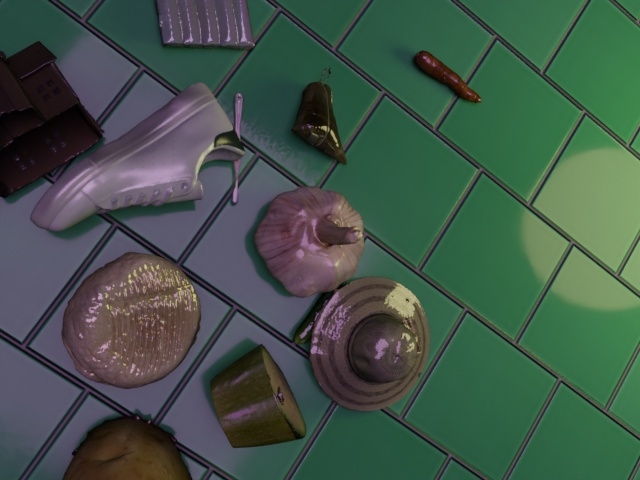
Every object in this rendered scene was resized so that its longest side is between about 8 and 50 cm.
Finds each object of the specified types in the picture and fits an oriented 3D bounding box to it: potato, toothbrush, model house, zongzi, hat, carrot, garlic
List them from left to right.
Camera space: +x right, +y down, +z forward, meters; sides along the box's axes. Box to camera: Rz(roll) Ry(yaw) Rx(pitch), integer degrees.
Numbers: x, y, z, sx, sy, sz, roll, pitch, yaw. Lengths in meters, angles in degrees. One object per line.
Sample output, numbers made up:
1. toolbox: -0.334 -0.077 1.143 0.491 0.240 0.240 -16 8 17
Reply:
1. model house: -0.504 -0.235 1.007 0.211 0.204 0.243 -36 79 -15
2. potato: -0.300 0.425 0.992 0.242 0.242 0.286 4 88 -15
3. toothbrush: -0.149 -0.165 1.173 0.017 0.022 0.204 4 84 -24
4. garlic: 0.000 0.000 1.098 0.199 0.226 0.199 1 87 -20
5. zongzi: 0.019 -0.233 1.221 0.130 0.062 0.154 30 62 -32
6. hat: 0.111 0.190 1.152 0.252 0.110 0.252 -1 93 -22
7. carrot: 0.252 -0.319 1.288 0.165 0.035 0.036 31 79 -13

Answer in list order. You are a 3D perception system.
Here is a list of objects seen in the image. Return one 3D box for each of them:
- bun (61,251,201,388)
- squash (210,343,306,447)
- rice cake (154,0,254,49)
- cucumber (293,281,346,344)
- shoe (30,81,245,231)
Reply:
1. bun: -0.307 0.128 1.050 0.220 0.134 0.221 -9 103 -39
2. squash: -0.106 0.266 1.086 0.122 0.170 0.170 -21 91 -4
3. rice cake: -0.214 -0.440 1.168 0.189 0.037 0.198 -1 86 -15
4. cucumber: 0.003 0.127 1.185 0.037 0.037 0.155 40 77 -9
5. shoe: -0.283 -0.099 1.078 0.363 0.132 0.160 -42 96 -21
